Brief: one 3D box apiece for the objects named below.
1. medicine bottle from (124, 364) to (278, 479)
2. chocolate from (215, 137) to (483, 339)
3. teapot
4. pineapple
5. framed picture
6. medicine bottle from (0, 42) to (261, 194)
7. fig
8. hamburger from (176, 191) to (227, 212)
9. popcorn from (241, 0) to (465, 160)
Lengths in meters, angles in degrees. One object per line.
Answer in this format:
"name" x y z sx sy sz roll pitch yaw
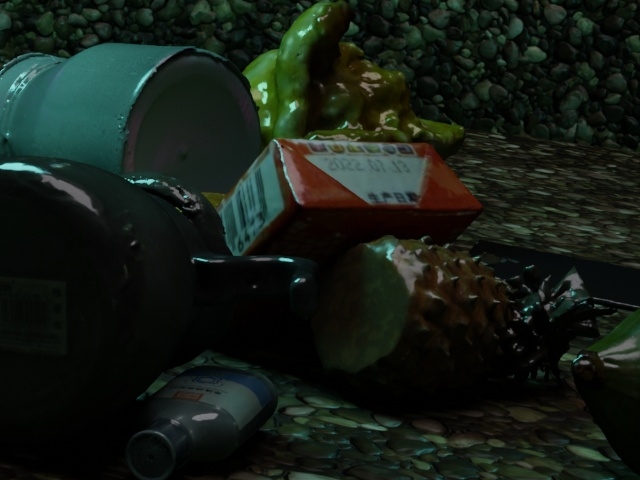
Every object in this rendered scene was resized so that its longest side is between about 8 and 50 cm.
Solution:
"medicine bottle" -0.101 0.145 1.432 0.090 0.053 0.208 8 11 13
"chocolate" 0.000 0.000 1.782 0.235 0.237 0.108 -1 55 -36
"teapot" -0.156 0.018 1.449 0.305 0.223 0.285 -29 -5 21
"pineapple" 0.156 0.084 1.745 0.340 0.169 0.169 9 8 -42
"framed picture" 0.350 0.051 2.346 0.324 0.013 0.244 10 11 11
"medicine bottle" -0.254 -0.124 2.167 0.290 0.245 0.245 11 10 39
"fig" 0.305 0.118 1.497 0.245 0.195 0.195 15 9 -19
"hamburger" -0.095 0.010 1.999 0.214 0.108 0.214 12 8 -2
"popcorn" -0.004 -0.143 2.327 0.321 0.290 0.325 38 23 -45
